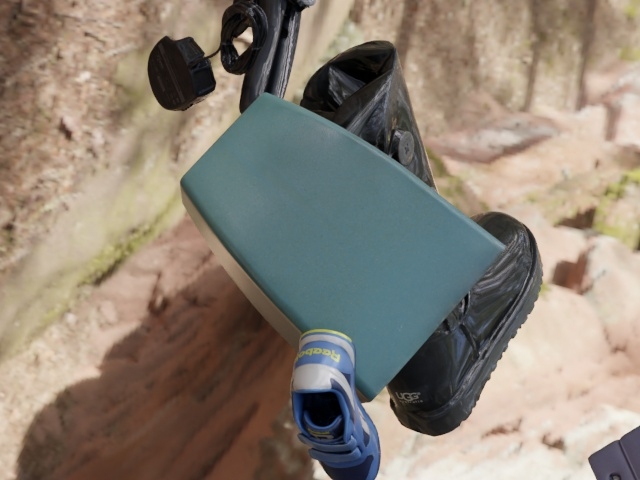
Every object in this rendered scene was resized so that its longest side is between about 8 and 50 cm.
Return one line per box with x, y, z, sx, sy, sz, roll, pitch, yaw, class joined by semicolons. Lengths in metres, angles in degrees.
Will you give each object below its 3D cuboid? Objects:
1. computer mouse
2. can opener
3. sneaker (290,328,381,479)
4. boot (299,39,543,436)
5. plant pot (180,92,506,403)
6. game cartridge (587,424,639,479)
-0.100;-0.172;1.133;0.041;0.242;0.071;-23;95;-29;computer mouse
-0.045;-0.184;1.157;0.059;0.073;0.186;31;53;-43;can opener
0.007;0.135;0.894;0.059;0.053;0.144;-73;152;-54;sneaker
0.114;-0.046;1.459;0.445;0.146;0.367;61;38;-33;boot
0.000;0.000;1.038;0.165;0.234;0.165;-48;178;-10;plant pot
0.369;0.269;0.939;0.068;0.355;0.230;18;131;-41;game cartridge
